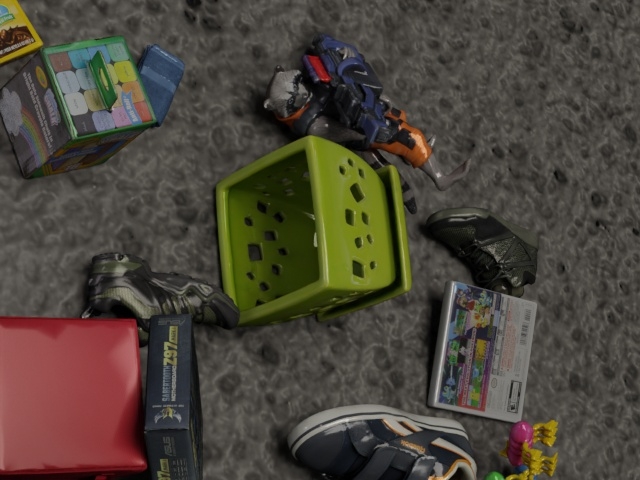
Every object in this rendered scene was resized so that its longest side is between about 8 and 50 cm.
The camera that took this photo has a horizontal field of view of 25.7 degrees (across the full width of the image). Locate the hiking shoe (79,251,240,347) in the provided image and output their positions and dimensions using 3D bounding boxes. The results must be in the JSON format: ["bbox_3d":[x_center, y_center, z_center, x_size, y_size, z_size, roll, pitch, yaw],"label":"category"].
[{"bbox_3d":[-0.221,0.098,1.925,0.226,0.086,0.114,21,76,-23],"label":"hiking shoe"}]

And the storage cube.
[{"bbox_3d":[-0.344,0.202,1.719,0.193,0.183,0.215,3,72,-34],"label":"storage cube"}]

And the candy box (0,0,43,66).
[{"bbox_3d":[-0.482,-0.270,1.890,0.206,0.027,0.105,-33,91,-39],"label":"candy box"}]

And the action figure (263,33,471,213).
[{"bbox_3d":[0.061,-0.162,2.144,0.330,0.178,0.341,25,22,-19],"label":"action figure"}]

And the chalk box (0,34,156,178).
[{"bbox_3d":[-0.315,-0.185,1.860,0.132,0.213,0.132,-16,84,-39],"label":"chalk box"}]

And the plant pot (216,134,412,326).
[{"bbox_3d":[0.000,0.000,2.026,0.207,0.228,0.227,8,68,-42],"label":"plant pot"}]

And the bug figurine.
[{"bbox_3d":[0.280,0.385,2.115,0.072,0.216,0.279,20,42,21],"label":"bug figurine"}]

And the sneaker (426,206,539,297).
[{"bbox_3d":[0.271,0.026,2.297,0.227,0.087,0.130,22,55,-34],"label":"sneaker"}]

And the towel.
[{"bbox_3d":[-0.243,-0.225,2.048,0.067,0.029,0.119,32,56,-23],"label":"towel"}]

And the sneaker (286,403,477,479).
[{"bbox_3d":[0.105,0.320,2.026,0.321,0.126,0.127,9,44,-35],"label":"sneaker"}]

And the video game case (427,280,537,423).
[{"bbox_3d":[0.260,0.180,2.245,0.183,0.023,0.201,15,80,-32],"label":"video game case"}]

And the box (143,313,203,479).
[{"bbox_3d":[-0.183,0.235,1.773,0.059,0.233,0.183,-3,46,-2],"label":"box"}]
